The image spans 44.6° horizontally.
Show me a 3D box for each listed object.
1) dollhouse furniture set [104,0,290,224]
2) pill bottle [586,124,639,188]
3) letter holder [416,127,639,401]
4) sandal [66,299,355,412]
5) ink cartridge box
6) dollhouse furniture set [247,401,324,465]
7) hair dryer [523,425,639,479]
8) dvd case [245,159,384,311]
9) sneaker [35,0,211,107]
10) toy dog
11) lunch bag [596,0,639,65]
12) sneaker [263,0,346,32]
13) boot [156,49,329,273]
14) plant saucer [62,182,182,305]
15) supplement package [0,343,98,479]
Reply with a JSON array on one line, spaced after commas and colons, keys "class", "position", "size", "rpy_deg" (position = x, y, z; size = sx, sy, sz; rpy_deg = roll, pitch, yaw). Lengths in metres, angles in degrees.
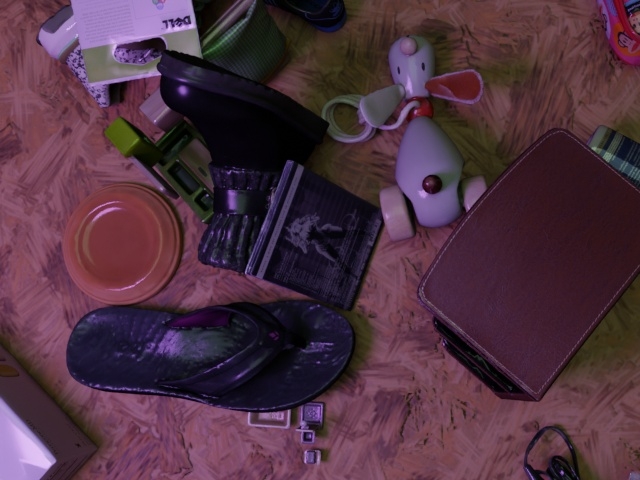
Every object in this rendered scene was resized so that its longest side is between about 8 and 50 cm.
[{"class": "dollhouse furniture set", "position": [-0.135, -0.192, 1.161], "size": [0.301, 0.197, 0.151], "rpy_deg": [-45, 77, 1]}, {"class": "pill bottle", "position": [0.451, -0.086, 1.116], "size": [0.169, 0.094, 0.094], "rpy_deg": [31, 88, 11]}, {"class": "letter holder", "position": [0.275, 0.030, 1.044], "size": [0.214, 0.152, 0.302], "rpy_deg": [41, 80, 4]}, {"class": "sandal", "position": [-0.173, 0.165, 1.153], "size": [0.445, 0.107, 0.167], "rpy_deg": [-3, 67, 8]}, {"class": "ink cartridge box", "position": [-0.250, -0.357, 1.093], "size": [0.189, 0.097, 0.255], "rpy_deg": [-6, 100, 16]}, {"class": "dollhouse furniture set", "position": [-0.057, 0.284, 1.150], "size": [0.114, 0.081, 0.091], "rpy_deg": [2, 83, 9]}, {"class": "hair dryer", "position": [0.373, 0.421, 1.066], "size": [0.223, 0.080, 0.293], "rpy_deg": [12, 63, 12]}, {"class": "dvd case", "position": [0.000, 0.000, 1.122], "size": [0.018, 0.221, 0.164], "rpy_deg": [17, 85, 43]}, {"class": "sneaker", "position": [-0.236, -0.347, 1.229], "size": [0.410, 0.158, 0.182], "rpy_deg": [-27, 99, 19]}, {"class": "toy dog", "position": [0.140, -0.153, 1.113], "size": [0.220, 0.161, 0.334], "rpy_deg": [-30, 70, 2]}, {"class": "lunch bag", "position": [0.548, -0.409, 1.137], "size": [0.293, 0.120, 0.258], "rpy_deg": [-14, 77, 5]}, {"class": "sneaker", "position": [-0.065, -0.407, 1.232], "size": [0.232, 0.090, 0.081], "rpy_deg": [25, 89, 10]}, {"class": "boot", "position": [-0.125, -0.088, 1.067], "size": [0.131, 0.348, 0.260], "rpy_deg": [26, 94, 32]}, {"class": "plant saucer", "position": [-0.321, 0.004, 1.246], "size": [0.200, 0.037, 0.200], "rpy_deg": [-1, 82, 8]}, {"class": "supplement package", "position": [-0.518, 0.304, 1.183], "size": [0.262, 0.145, 0.204], "rpy_deg": [43, 91, 10]}]
